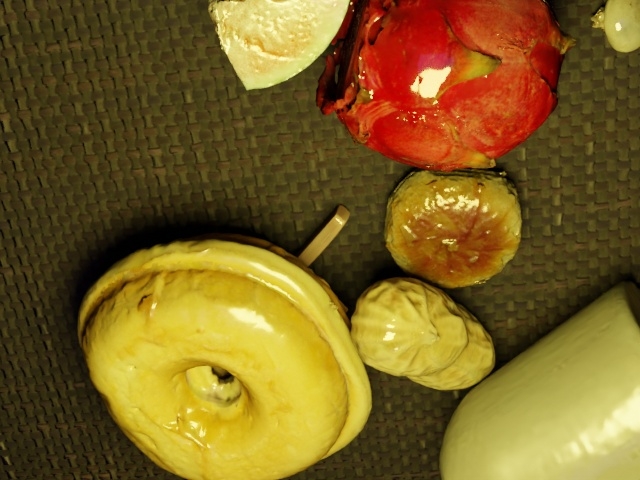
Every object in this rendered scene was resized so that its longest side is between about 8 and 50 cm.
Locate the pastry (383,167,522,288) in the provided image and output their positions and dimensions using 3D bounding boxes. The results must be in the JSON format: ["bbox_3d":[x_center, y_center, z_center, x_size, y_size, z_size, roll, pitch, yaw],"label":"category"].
[{"bbox_3d":[0.186,-0.018,1.805,0.192,0.093,0.182,3,123,1],"label":"pastry"}]

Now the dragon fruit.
[{"bbox_3d":[0.147,-0.226,1.582,0.301,0.296,0.296,4,124,-29],"label":"dragon fruit"}]

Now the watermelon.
[{"bbox_3d":[-0.045,-0.363,1.568,0.175,0.188,0.322,7,126,-5],"label":"watermelon"}]

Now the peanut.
[{"bbox_3d":[0.152,0.137,1.826,0.153,0.140,0.325,-2,163,34],"label":"peanut"}]

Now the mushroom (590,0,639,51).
[{"bbox_3d":[0.386,-0.288,1.658,0.079,0.085,0.085,17,131,42],"label":"mushroom"}]

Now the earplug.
[{"bbox_3d":[0.370,0.294,1.836,0.394,0.313,0.312,-38,111,19],"label":"earplug"}]

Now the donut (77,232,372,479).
[{"bbox_3d":[-0.137,0.175,1.854,0.448,0.198,0.449,7,128,8],"label":"donut"}]

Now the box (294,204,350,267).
[{"bbox_3d":[0.000,0.000,1.850,0.025,0.048,0.115,37,115,-9],"label":"box"}]
